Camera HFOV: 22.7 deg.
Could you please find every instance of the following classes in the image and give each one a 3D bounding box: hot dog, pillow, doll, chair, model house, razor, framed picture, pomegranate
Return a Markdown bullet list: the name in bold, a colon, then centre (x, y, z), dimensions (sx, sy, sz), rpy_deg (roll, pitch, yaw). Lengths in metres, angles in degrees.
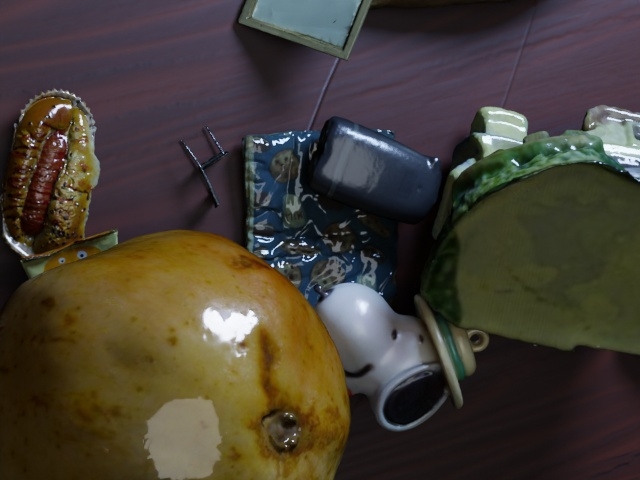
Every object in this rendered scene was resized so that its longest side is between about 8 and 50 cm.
- **hot dog**: centre (-0.286, -0.066, 1.693), dimensions (0.099, 0.053, 0.192), rpy_deg (7, 95, -22)
- **pillow**: centre (0.002, 0.002, 1.803), dimensions (0.189, 0.034, 0.255), rpy_deg (-2, 94, -19)
- **doll**: centre (0.041, 0.174, 1.767), dimensions (0.208, 0.144, 0.271), rpy_deg (25, 101, -9)
- **chair**: centre (-0.117, -0.083, 1.754), dimensions (0.042, 0.037, 0.086), rpy_deg (-27, 98, -2)
- **model house**: centre (0.279, -0.051, 1.745), dimensions (0.321, 0.266, 0.261), rpy_deg (10, 128, -8)
- **razor**: centre (0.061, -0.074, 1.772), dimensions (0.148, 0.054, 0.090), rpy_deg (21, 90, -18)
- **framed picture**: centre (0.007, -0.309, 1.746), dimensions (0.136, 0.010, 0.200), rpy_deg (21, 88, 18)
- **pomegranate**: centre (-0.179, 0.181, 1.593), dimensions (0.410, 0.410, 0.410), rpy_deg (-2, 95, -17)

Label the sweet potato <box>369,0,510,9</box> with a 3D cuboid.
- **sweet potato**: centre (0.196, -0.316, 1.803), dimensions (0.385, 0.109, 0.109), rpy_deg (-22, 101, -8)

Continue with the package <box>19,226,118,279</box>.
- **package**: centre (-0.258, 0.045, 1.699), dimensions (0.108, 0.031, 0.120), rpy_deg (-20, 132, -15)
